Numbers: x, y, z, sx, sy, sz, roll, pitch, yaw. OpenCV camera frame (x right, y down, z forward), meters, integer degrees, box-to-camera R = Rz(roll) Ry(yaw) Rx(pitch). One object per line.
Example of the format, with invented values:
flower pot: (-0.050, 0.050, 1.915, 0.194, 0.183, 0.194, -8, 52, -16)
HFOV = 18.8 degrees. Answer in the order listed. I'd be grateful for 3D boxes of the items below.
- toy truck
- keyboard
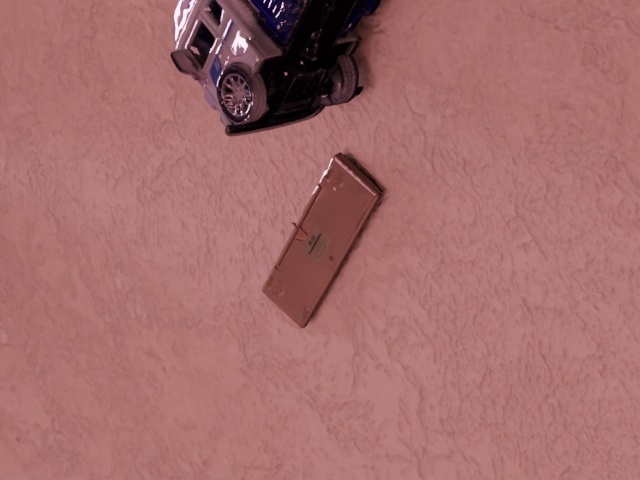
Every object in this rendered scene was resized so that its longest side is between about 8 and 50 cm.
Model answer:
toy truck: (-0.020, -0.218, 1.437, 0.155, 0.124, 0.268, 50, 132, 24)
keyboard: (0.000, 0.000, 1.588, 0.055, 0.017, 0.166, 42, 131, 15)
